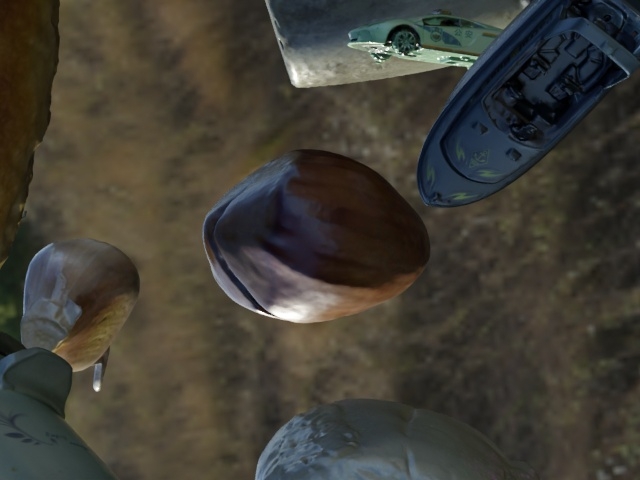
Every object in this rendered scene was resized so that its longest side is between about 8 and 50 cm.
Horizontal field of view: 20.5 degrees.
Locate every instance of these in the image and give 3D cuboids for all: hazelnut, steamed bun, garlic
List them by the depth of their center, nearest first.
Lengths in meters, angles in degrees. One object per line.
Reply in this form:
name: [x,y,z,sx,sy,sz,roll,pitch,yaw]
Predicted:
steamed bun: [0.111,0.312,1.576,0.383,0.236,0.247,63,-175,-13]
hazelnut: [-0.001,0.003,1.713,0.181,0.181,0.212,53,160,-13]
garlic: [-0.252,0.077,1.932,0.128,0.148,0.266,48,-178,22]

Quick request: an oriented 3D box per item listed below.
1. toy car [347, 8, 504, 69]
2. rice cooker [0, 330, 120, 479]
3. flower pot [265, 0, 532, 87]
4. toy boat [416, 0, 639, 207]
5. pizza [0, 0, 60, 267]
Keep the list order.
toy car: [0.119,-0.201,1.756,0.093,0.186,0.058,-170,86,-74]
rice cooker: [-0.278,0.213,1.293,0.264,0.317,0.316,35,-146,-56]
flower pot: [0.087,-0.352,2.302,0.293,0.330,0.293,165,90,-89]
toy boat: [0.163,-0.114,1.381,0.246,0.093,0.103,-46,20,21]
pizza: [-0.212,-0.047,0.699,0.086,0.226,0.335,29,104,44]
